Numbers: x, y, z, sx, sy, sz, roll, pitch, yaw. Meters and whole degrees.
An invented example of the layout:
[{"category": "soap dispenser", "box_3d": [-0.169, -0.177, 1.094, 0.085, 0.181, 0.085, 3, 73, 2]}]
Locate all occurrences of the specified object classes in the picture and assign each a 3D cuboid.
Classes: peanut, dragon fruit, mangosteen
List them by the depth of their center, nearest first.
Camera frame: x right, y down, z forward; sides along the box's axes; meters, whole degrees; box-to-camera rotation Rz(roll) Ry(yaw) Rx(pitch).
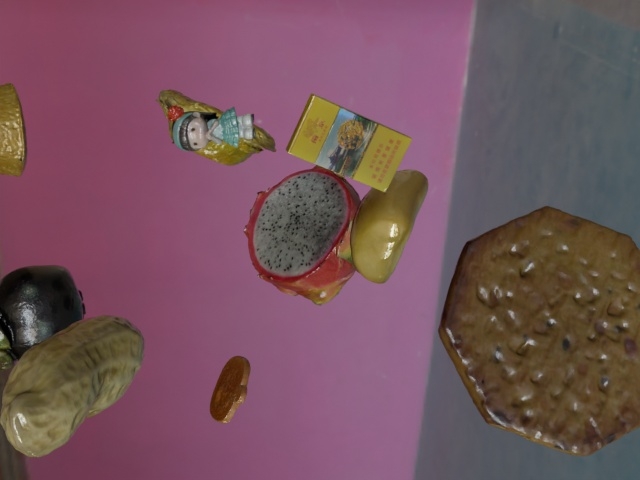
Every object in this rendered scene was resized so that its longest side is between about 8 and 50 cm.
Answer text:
[{"category": "peanut", "box_3d": [-0.378, 0.214, 1.204, 0.325, 0.140, 0.153, -57, -33, -65]}, {"category": "mangosteen", "box_3d": [-0.619, 0.164, 1.670, 0.243, 0.243, 0.242, -178, 90, -84]}, {"category": "dragon fruit", "box_3d": [0.000, 0.000, 1.779, 0.226, 0.306, 0.305, 40, -139, -50]}]

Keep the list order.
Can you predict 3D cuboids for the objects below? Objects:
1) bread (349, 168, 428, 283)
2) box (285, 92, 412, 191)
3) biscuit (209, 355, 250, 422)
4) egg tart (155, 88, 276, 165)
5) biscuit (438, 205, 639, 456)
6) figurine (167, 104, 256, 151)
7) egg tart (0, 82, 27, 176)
[{"category": "bread", "box_3d": [0.105, -0.032, 1.281, 0.217, 0.098, 0.147, -56, -15, -59]}, {"category": "box", "box_3d": [0.039, -0.132, 1.075, 0.086, 0.155, 0.023, -63, 21, 17]}, {"category": "biscuit", "box_3d": [-0.117, 0.199, 1.045, 0.078, 0.015, 0.091, 12, 78, 58]}, {"category": "egg tart", "box_3d": [-0.244, -0.243, 1.770, 0.295, 0.295, 0.116, -130, 64, -81]}, {"category": "biscuit", "box_3d": [0.339, 0.123, 1.113, 0.046, 0.360, 0.358, 119, 152, -70]}, {"category": "figurine", "box_3d": [-0.134, -0.142, 0.978, 0.047, 0.106, 0.059, -96, 1, -55]}, {"category": "egg tart", "box_3d": [-0.703, -0.223, 1.635, 0.203, 0.147, 0.202, 21, 116, 53]}]
